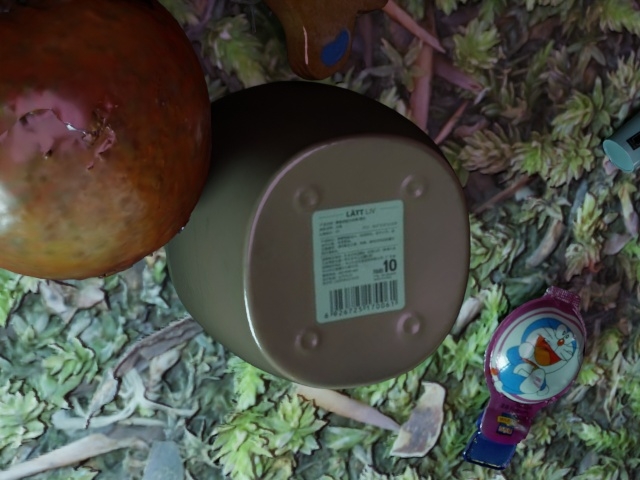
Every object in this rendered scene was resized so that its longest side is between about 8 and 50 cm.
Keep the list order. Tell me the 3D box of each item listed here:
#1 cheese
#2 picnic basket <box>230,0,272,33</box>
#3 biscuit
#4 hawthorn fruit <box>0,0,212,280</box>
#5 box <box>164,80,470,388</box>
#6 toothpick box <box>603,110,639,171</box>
[{"bbox_3d":[0.252,0.171,1.130,0.155,0.062,0.244,22,96,-27],"label":"cheese"},{"bbox_3d":[-0.063,-0.248,0.894,0.083,0.065,0.083,-13,88,-22],"label":"picnic basket"},{"bbox_3d":[-0.043,-0.297,0.827,0.324,0.049,0.205,48,61,-35],"label":"biscuit"},{"bbox_3d":[-0.210,-0.076,0.787,0.276,0.276,0.307,-36,134,-9],"label":"hawthorn fruit"},{"bbox_3d":[0.000,0.000,0.902,0.301,0.216,0.300,-6,109,-19],"label":"box"},{"bbox_3d":[0.389,-0.127,1.107,0.083,0.052,0.052,-39,115,-7],"label":"toothpick box"}]
